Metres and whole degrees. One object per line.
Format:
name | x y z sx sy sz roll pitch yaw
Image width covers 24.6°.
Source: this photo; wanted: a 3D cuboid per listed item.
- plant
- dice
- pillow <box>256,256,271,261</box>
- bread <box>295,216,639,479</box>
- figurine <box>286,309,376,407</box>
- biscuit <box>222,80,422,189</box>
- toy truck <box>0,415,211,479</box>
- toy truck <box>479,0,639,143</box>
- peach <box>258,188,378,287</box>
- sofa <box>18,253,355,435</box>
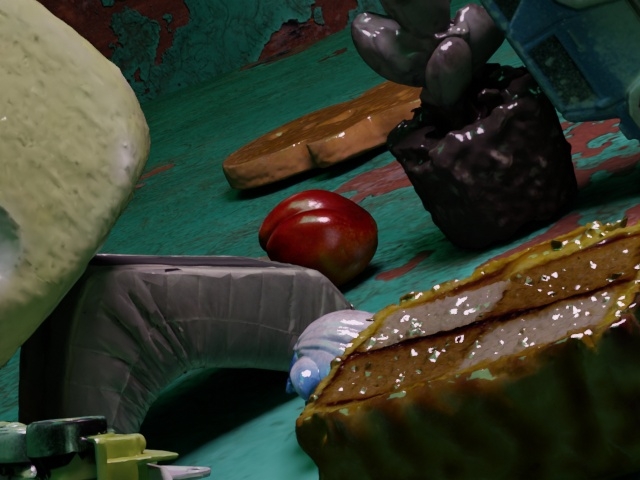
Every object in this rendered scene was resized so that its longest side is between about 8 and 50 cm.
plant | 0.117 -0.137 1.252 0.149 0.274 0.146 -26 7 -10
dice | -0.294 -0.043 1.049 0.252 0.254 0.249 -19 37 58
pillow | -0.124 0.069 1.391 0.217 0.033 0.130 -28 13 -17
bread | 0.107 0.075 0.813 0.222 0.096 0.181 -20 13 26
figurine | 0.032 0.088 0.980 0.114 0.079 0.114 12 3 -1
biscuit | 0.033 -0.140 1.902 0.355 0.052 0.275 -19 13 25
toy truck | -0.155 0.171 0.916 0.135 0.128 0.259 -2 -4 -37
toy truck | 0.246 -0.184 1.187 0.156 0.279 0.155 -33 8 29
peach | 0.001 -0.001 1.320 0.101 0.100 0.101 -23 13 6
sofa | -0.109 0.102 1.139 0.225 0.176 0.210 1 2 -25
